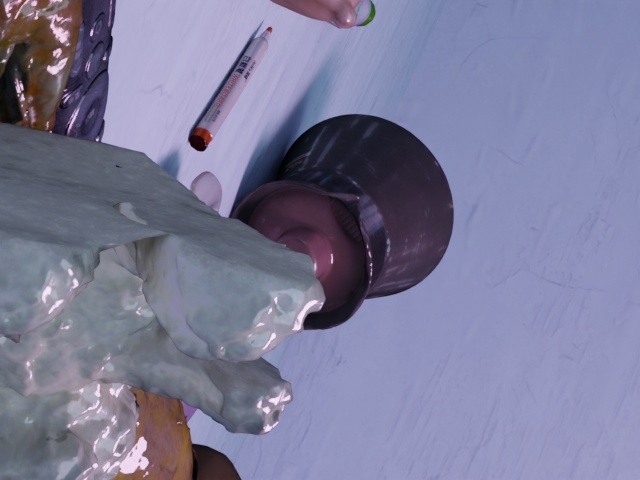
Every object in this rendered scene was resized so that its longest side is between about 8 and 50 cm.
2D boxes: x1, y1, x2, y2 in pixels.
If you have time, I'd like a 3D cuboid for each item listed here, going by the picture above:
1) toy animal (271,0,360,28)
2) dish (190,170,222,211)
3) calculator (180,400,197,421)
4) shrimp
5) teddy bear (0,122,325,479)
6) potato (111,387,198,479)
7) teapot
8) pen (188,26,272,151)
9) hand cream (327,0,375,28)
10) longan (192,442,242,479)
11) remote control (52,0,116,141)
[{"bbox_3d":[0.015,-0.346,1.645,0.197,0.171,0.171,-63,173,2],"label":"toy animal"},{"bbox_3d":[-0.183,0.026,1.694,0.154,0.064,0.234,-49,162,-69],"label":"dish"},{"bbox_3d":[-0.215,0.229,2.179,0.293,0.051,0.173,-54,167,-61],"label":"calculator"},{"bbox_3d":[-0.219,-0.104,1.012,0.145,0.061,0.267,-50,172,-26],"label":"shrimp"},{"bbox_3d":[-0.184,0.119,0.959,0.375,0.327,0.362,-136,-122,-62],"label":"teddy bear"},{"bbox_3d":[-0.227,0.166,1.280,0.266,0.229,0.229,85,29,-67],"label":"potato"},{"bbox_3d":[0.000,0.000,2.286,0.376,0.305,0.362,-45,175,28],"label":"teapot"},{"bbox_3d":[-0.102,-0.188,1.776,0.026,0.026,0.218,104,11,-53],"label":"pen"},{"bbox_3d":[0.034,-0.365,2.223,0.275,0.050,0.079,-6,92,-77],"label":"hand cream"},{"bbox_3d":[-0.203,0.419,1.998,0.350,0.288,0.288,101,13,-56],"label":"longan"},{"bbox_3d":[-0.188,-0.160,1.127,0.107,0.044,0.377,-56,168,-41],"label":"remote control"}]
